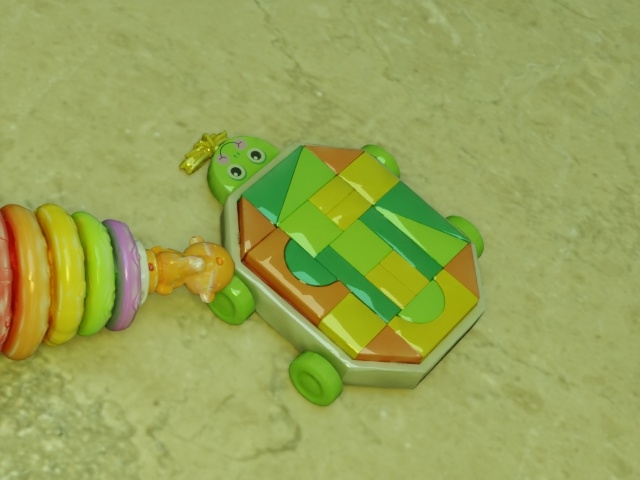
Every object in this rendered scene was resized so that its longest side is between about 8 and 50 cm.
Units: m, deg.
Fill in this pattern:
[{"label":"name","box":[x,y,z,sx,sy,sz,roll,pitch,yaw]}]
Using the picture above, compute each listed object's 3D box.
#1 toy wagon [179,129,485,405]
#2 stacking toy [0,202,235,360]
[{"label":"toy wagon","box":[0.000,0.000,1.530,0.344,0.068,0.267,42,55,9]},{"label":"stacking toy","box":[-0.221,0.030,1.381,0.302,0.166,0.175,-3,68,-26]}]
